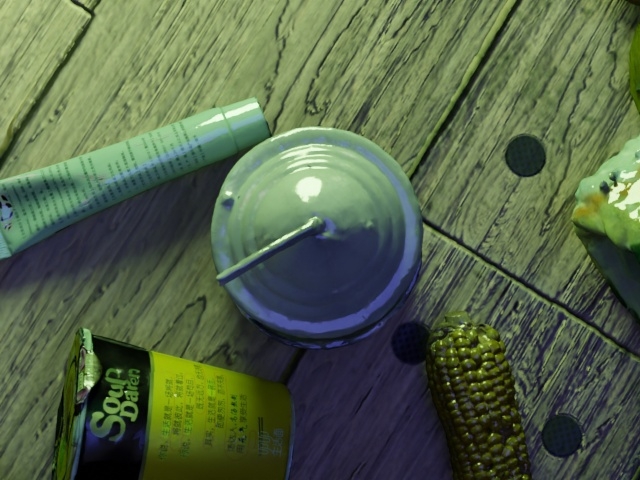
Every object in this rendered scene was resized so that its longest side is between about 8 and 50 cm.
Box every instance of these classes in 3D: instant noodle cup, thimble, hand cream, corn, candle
[{"bbox_3d":[-0.157,0.207,1.664,0.236,0.215,0.215,8,86,-14],"label":"instant noodle cup"},{"bbox_3d":[0.406,0.015,1.694,0.167,0.254,0.288,-41,89,-7],"label":"thimble"},{"bbox_3d":[-0.215,-0.077,1.734,0.331,0.058,0.085,-22,91,-7],"label":"hand cream"},{"bbox_3d":[0.184,0.234,1.742,0.097,0.097,0.319,-13,90,-6],"label":"corn"},{"bbox_3d":[0.000,0.000,1.617,0.221,0.342,0.221,0,85,-1],"label":"candle"}]

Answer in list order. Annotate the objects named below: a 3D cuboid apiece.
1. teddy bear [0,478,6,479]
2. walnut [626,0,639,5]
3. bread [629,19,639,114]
[{"bbox_3d":[-0.366,0.355,1.599,0.156,0.256,0.267,28,85,-8],"label":"teddy bear"},{"bbox_3d":[0.401,-0.321,1.771,0.245,0.137,0.137,-2,87,-14],"label":"walnut"},{"bbox_3d":[0.405,-0.201,1.775,0.114,0.129,0.111,-3,68,-15],"label":"bread"}]
